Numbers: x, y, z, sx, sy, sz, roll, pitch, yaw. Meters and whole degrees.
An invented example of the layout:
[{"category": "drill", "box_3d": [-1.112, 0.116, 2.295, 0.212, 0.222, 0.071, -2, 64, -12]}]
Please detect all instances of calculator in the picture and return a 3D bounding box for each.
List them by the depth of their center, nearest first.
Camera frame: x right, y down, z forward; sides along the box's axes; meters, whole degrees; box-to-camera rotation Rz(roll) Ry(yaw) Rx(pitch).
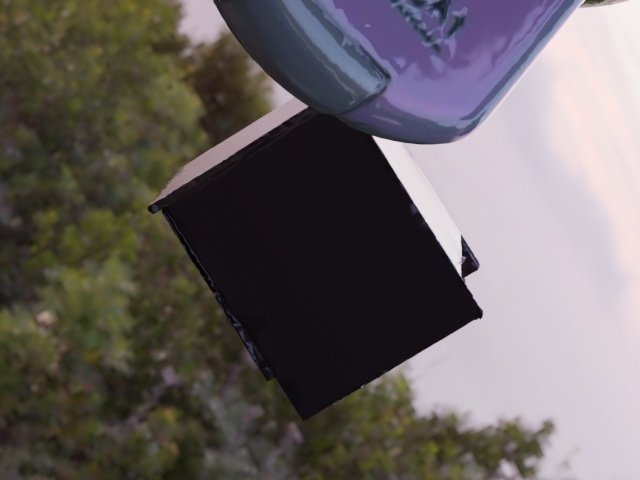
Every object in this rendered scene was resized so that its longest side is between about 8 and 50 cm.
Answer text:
[{"category": "calculator", "box_3d": [0.058, -0.146, 0.578, 0.141, 0.246, 0.045, 47, -15, -26]}]

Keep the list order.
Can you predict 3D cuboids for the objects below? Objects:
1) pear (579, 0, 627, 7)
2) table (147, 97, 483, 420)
[{"category": "pear", "box_3d": [0.214, -0.267, 1.235, 0.159, 0.292, 0.292, -55, 128, -34]}, {"category": "table", "box_3d": [0.000, 0.000, 1.321, 0.193, 0.172, 0.169, 57, 10, -8]}]
